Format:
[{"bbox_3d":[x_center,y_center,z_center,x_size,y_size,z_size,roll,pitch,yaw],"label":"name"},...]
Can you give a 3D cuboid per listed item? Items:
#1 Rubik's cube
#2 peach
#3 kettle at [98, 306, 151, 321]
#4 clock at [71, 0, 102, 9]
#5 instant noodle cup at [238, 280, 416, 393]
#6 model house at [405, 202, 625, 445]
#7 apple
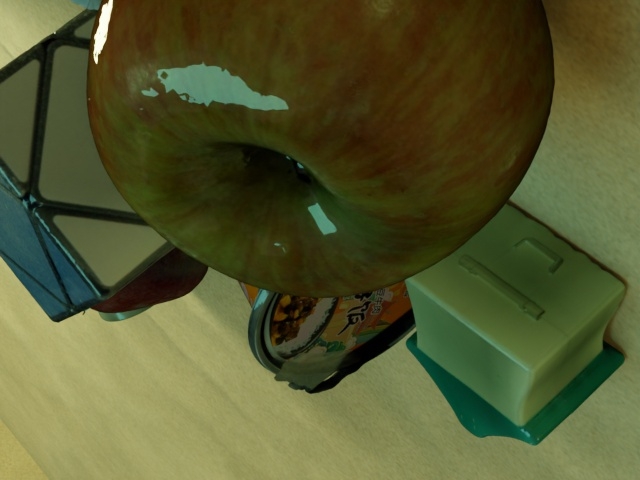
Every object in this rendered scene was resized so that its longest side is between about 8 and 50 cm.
[{"bbox_3d":[-0.195,-0.073,1.416,0.205,0.207,0.205,54,157,-6],"label":"Rubik's cube"},{"bbox_3d":[-0.181,-0.001,1.608,0.152,0.152,0.152,41,157,22],"label":"peach"},{"bbox_3d":[-0.220,0.003,1.742,0.127,0.098,0.148,22,142,60],"label":"kettle"},{"bbox_3d":[-0.107,-0.253,1.008,0.100,0.194,0.195,13,163,-18],"label":"clock"},{"bbox_3d":[0.000,0.000,1.233,0.208,0.177,0.125,-57,49,25],"label":"instant noodle cup"},{"bbox_3d":[0.135,0.068,1.145,0.127,0.100,0.149,38,153,29],"label":"model house"},{"bbox_3d":[0.004,-0.105,0.932,0.264,0.264,0.264,41,157,22],"label":"apple"}]
